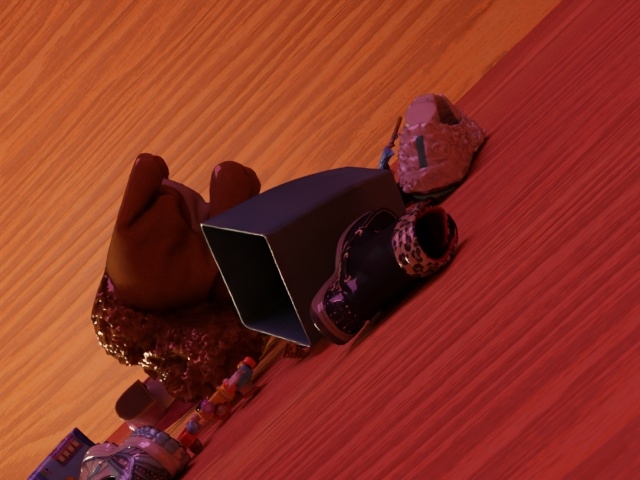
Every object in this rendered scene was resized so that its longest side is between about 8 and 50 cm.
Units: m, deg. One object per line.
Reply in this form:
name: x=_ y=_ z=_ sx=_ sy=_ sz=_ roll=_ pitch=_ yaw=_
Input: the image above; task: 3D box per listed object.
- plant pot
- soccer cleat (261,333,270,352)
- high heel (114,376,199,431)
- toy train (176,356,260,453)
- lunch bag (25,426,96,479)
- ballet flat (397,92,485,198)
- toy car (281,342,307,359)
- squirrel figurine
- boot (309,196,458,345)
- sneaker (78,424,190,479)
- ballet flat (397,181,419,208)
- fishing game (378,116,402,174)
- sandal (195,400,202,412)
plant pot: x=0.000 y=0.000 z=1.554 sx=0.234 sy=0.166 sz=0.165 roll=-33 pitch=24 yaw=-27
soccer cleat: x=-0.104 y=0.135 z=2.094 sx=0.093 sy=0.121 sz=0.289 roll=-42 pitch=24 yaw=27
high heel: x=-0.229 y=0.241 z=2.259 sx=0.377 sy=0.127 sz=0.181 roll=-33 pitch=-19 yaw=-3
toy train: x=-0.144 y=0.243 z=1.653 sx=0.166 sy=0.046 sz=0.125 roll=-47 pitch=3 yaw=19
lunch bag: x=-0.450 y=0.478 z=1.929 sx=0.221 sy=0.138 sz=0.293 roll=-50 pitch=-4 yaw=-35
ballet flat: x=0.192 y=-0.176 z=1.899 sx=0.147 sy=0.147 sz=0.409 roll=-44 pitch=5 yaw=15
toy car: x=-0.006 y=0.128 z=1.603 sx=0.040 sy=0.060 sz=0.122 roll=7 pitch=56 yaw=27
squirrel figurine: x=-0.161 y=0.070 z=1.872 sx=0.281 sy=0.370 sz=0.397 roll=159 pitch=128 yaw=-81
boot: x=0.092 y=0.006 z=1.338 sx=0.178 sy=0.085 sz=0.236 roll=-40 pitch=12 yaw=36
sneaker: x=-0.300 y=0.353 z=1.640 sx=0.283 sy=0.110 sz=0.122 roll=-41 pitch=8 yaw=50
ballet flat: x=0.172 y=-0.093 z=2.048 sx=0.173 sy=0.057 sz=0.049 roll=-46 pitch=-36 yaw=-49
fishing game: x=0.099 y=-0.071 z=1.933 sx=0.189 sy=0.041 sz=0.264 roll=-64 pitch=-8 yaw=-67
sandal: x=-0.169 y=0.235 z=2.077 sx=0.179 sy=0.040 sz=0.067 roll=-46 pitch=3 yaw=-29
